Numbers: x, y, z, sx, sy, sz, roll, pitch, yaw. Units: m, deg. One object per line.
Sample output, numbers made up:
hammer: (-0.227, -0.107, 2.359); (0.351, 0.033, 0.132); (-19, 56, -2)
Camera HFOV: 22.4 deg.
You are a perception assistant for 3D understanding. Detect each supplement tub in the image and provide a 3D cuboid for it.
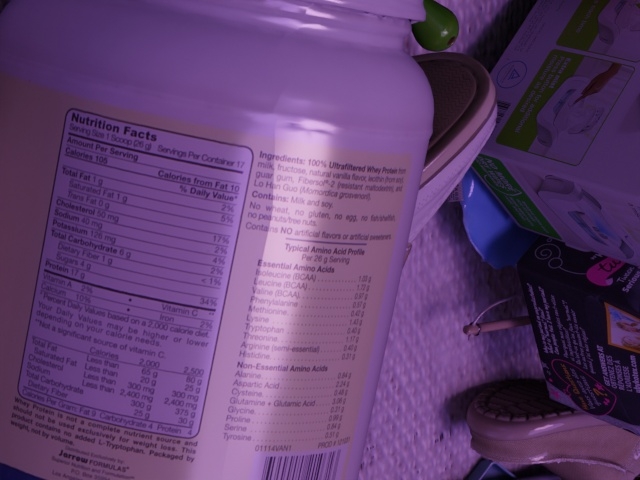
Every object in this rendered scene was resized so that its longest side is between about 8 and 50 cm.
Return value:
supplement tub: (-0.071, -0.007, 0.857); (0.235, 0.235, 0.324); (3, 102, -42)

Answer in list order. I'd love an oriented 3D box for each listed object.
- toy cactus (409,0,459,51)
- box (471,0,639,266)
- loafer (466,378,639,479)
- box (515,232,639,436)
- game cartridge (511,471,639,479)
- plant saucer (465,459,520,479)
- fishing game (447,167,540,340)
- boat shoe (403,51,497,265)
toy cactus: (0.021, -0.185, 0.983); (0.180, 0.112, 0.219); (41, 88, -28)
box: (0.259, -0.116, 1.087); (0.262, 0.231, 0.127); (-57, 135, -13)
loafer: (0.222, 0.169, 1.351); (0.268, 0.102, 0.092); (3, 99, -43)
box: (0.280, 0.012, 1.224); (0.247, 0.142, 0.163); (-46, 139, -26)
game cartridge: (0.206, 0.296, 1.443); (0.297, 0.062, 0.198); (-2, 115, -44)
plant saucer: (0.100, 0.271, 1.375); (0.192, 0.018, 0.067); (-53, 137, -3)
fishing game: (0.163, -0.059, 1.211); (0.189, 0.041, 0.264); (-8, 111, -40)
boat shoe: (0.000, 0.000, 1.061); (0.302, 0.113, 0.103); (-40, 137, 0)
